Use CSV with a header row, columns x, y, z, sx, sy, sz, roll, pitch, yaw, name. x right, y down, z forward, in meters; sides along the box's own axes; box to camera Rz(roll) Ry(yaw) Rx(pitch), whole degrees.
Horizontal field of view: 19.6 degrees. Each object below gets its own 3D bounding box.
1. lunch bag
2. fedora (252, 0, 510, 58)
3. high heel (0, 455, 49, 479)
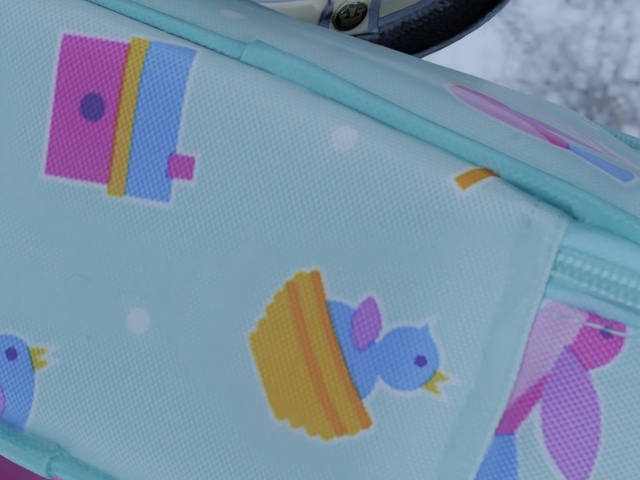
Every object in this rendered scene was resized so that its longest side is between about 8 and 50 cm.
x,y,z,sx,sy,sz,roll,pitch,yaw,name
0.000,0.000,0.460,0.224,0.279,0.108,-3,-65,-67,lunch bag
-0.029,-0.236,1.015,0.334,0.334,0.152,-43,-23,-34,fedora
-0.178,0.181,0.628,0.181,0.127,0.377,45,-109,-37,high heel
